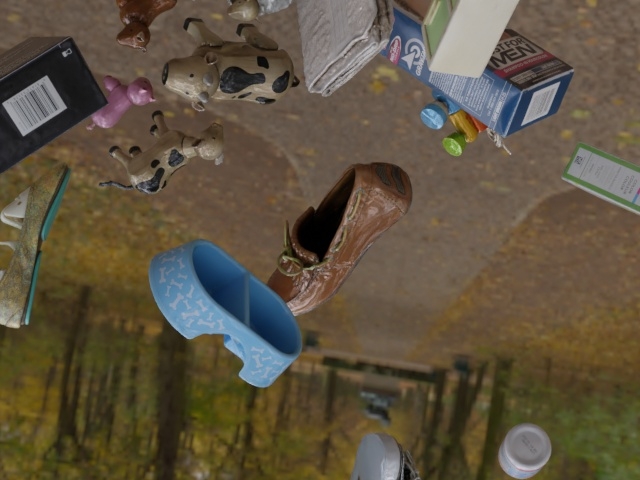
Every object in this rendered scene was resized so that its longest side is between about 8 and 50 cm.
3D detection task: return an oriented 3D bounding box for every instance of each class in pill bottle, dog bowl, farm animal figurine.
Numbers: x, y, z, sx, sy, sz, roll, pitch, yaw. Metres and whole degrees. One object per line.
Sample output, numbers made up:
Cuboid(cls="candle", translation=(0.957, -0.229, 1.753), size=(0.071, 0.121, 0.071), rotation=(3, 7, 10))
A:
Cuboid(cls="pill bottle", translation=(0.382, 0.402, 2.033), size=(0.087, 0.087, 0.160), rotation=(8, 160, 7))
Cuboid(cls="dog bowl", translation=(-0.140, 0.109, 1.704), size=(0.074, 0.166, 0.297), rotation=(-33, 125, 22))
Cuboid(cls="farm animal figurine", translation=(-0.173, -0.228, 1.588), size=(0.327, 0.330, 0.172), rotation=(-18, -136, -26))

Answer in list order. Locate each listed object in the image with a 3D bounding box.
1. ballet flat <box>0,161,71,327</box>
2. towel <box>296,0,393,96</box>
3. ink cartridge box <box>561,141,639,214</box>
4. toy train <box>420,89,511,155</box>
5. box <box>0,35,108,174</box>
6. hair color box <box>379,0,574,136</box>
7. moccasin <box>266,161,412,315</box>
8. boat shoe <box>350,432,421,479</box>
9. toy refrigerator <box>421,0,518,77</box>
Cuboid(cls="ballet flat", translation=(-0.593, -0.003, 2.140), size=(0.123, 0.348, 0.123), rotation=(13, 170, 2))
Cuboid(cls="towel", translation=(0.024, -0.363, 1.542), size=(0.049, 0.282, 0.187), rotation=(7, 154, -32))
Cuboid(cls="ink cartridge box", translation=(0.448, -0.064, 1.480), size=(0.109, 0.062, 0.209), rotation=(17, -170, -42))
Cuboid(cls="toy train", translation=(0.306, -0.225, 2.211), size=(0.105, 0.143, 0.248), rotation=(3, 136, 51))
Cuboid(cls="box", translation=(-0.354, -0.161, 1.252), size=(0.158, 0.156, 0.093), rotation=(18, 141, 57))
Cuboid(cls="hair color box", translation=(0.270, -0.341, 1.981), size=(0.347, 0.105, 0.174), rotation=(39, -137, 27))
Cuboid(cls="moccasin", translation=(0.000, 0.003, 1.832), size=(0.147, 0.139, 0.380), rotation=(13, 144, -29))
Cuboid(cls="boat shoe", translation=(0.123, 0.422, 1.899), size=(0.105, 0.113, 0.306), rotation=(-6, 143, -12))
Cuboid(cls="toy refrigerator", translation=(0.228, -0.369, 1.553), size=(0.094, 0.102, 0.269), rotation=(6, 143, -13))
